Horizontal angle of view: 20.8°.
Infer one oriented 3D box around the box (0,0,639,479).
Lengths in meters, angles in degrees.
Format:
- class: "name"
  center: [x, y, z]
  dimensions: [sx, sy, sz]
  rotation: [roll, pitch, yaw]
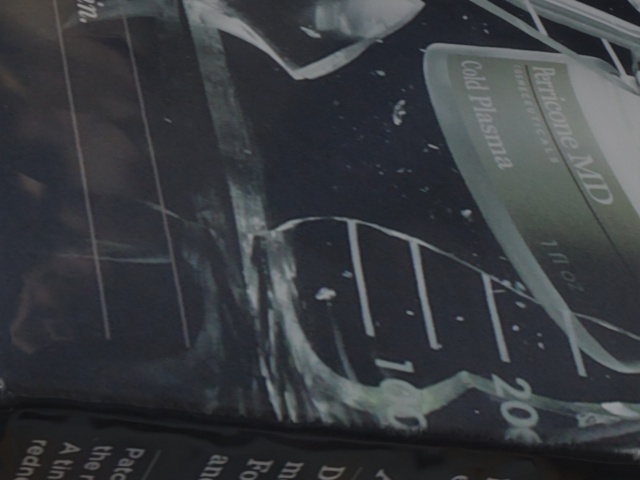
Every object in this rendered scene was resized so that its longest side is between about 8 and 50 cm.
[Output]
- class: "box"
  center: [0.000, 0.000, 0.859]
  dimensions: [0.297, 0.472, 0.479]
  rotation: [-58, 35, 38]
